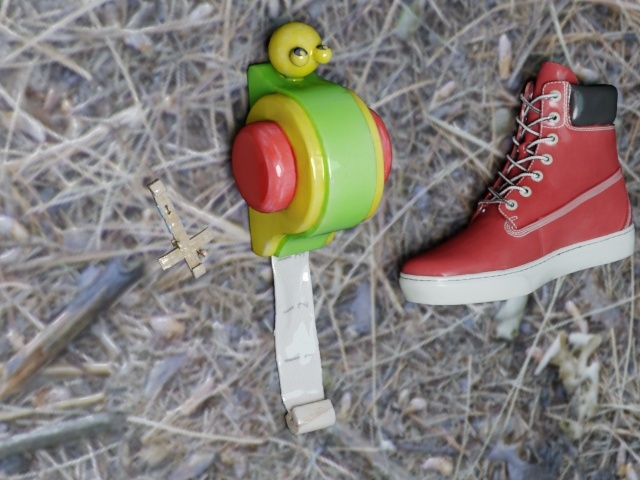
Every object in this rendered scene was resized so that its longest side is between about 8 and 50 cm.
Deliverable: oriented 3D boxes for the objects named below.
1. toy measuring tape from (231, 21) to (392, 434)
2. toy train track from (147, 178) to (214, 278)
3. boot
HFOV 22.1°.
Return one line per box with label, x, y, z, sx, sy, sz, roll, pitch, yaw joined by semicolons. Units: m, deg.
toy measuring tape;0.000;0.000;1.242;0.121;0.121;0.330;-12;105;-28
toy train track;-0.106;-0.008;1.236;0.048;0.014;0.083;-34;114;-21
boot;0.155;-0.050;1.343;0.244;0.088;0.176;-19;108;-35
